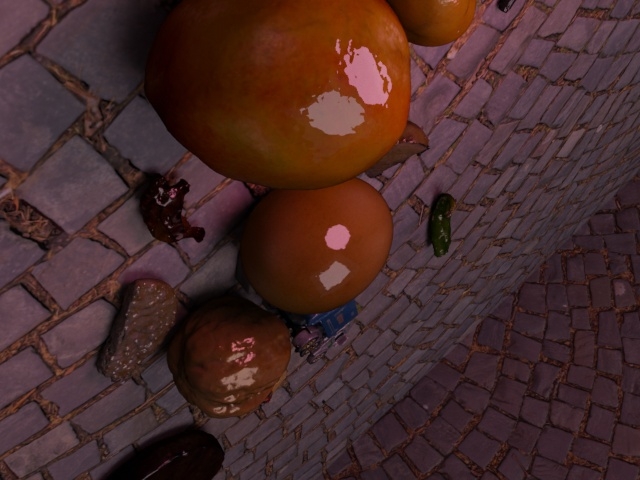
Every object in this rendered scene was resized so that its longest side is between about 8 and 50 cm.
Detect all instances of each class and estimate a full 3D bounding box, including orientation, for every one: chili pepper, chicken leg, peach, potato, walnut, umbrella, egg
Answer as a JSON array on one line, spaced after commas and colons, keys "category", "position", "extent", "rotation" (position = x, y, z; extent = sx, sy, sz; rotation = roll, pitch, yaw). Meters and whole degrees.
[{"category": "chili pepper", "position": [0.342, -0.047, 1.954], "extent": [0.084, 0.076, 0.359], "rotation": [-59, 163, -14]}, {"category": "chicken leg", "position": [-0.236, -0.037, 1.119], "extent": [0.089, 0.048, 0.219], "rotation": [-34, 153, -15]}, {"category": "peach", "position": [-0.051, -0.201, 0.877], "extent": [0.333, 0.307, 0.307], "rotation": [-3, 138, -23]}, {"category": "potato", "position": [0.127, -0.200, 1.409], "extent": [0.101, 0.089, 0.172], "rotation": [7, 160, -36]}, {"category": "walnut", "position": [-0.178, 0.234, 1.427], "extent": [0.257, 0.257, 0.225], "rotation": [-18, 177, -44]}, {"category": "peach", "position": [0.126, -0.378, 0.916], "extent": [0.153, 0.251, 0.251], "rotation": [-25, 159, 14]}, {"category": "umbrella", "position": [0.392, -0.508, 1.363], "extent": [0.036, 0.031, 0.133], "rotation": [-8, 138, -50]}, {"category": "egg", "position": [0.000, 0.000, 1.297], "extent": [0.322, 0.250, 0.250], "rotation": [-29, 152, -41]}]

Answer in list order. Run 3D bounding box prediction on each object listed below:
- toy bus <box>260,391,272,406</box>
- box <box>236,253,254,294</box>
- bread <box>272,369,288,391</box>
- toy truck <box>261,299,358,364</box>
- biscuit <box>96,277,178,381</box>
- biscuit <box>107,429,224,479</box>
[{"category": "toy bus", "position": [-0.157, 0.371, 1.644], "extent": [0.110, 0.031, 0.043], "rotation": [-4, 122, -55]}, {"category": "box", "position": [-0.063, 0.020, 1.462], "extent": [0.244, 0.055, 0.103], "rotation": [-28, 151, -30]}, {"category": "bread", "position": [-0.185, 0.328, 1.696], "extent": [0.136, 0.107, 0.241], "rotation": [-52, 155, 9]}, {"category": "toy truck", "position": [-0.016, 0.169, 1.617], "extent": [0.175, 0.146, 0.367], "rotation": [-36, 163, -7]}, {"category": "biscuit", "position": [-0.328, 0.158, 1.295], "extent": [0.141, 0.038, 0.289], "rotation": [-17, 146, -46]}, {"category": "biscuit", "position": [-0.437, 0.649, 1.836], "extent": [0.407, 0.091, 0.407], "rotation": [-33, 151, -21]}]
